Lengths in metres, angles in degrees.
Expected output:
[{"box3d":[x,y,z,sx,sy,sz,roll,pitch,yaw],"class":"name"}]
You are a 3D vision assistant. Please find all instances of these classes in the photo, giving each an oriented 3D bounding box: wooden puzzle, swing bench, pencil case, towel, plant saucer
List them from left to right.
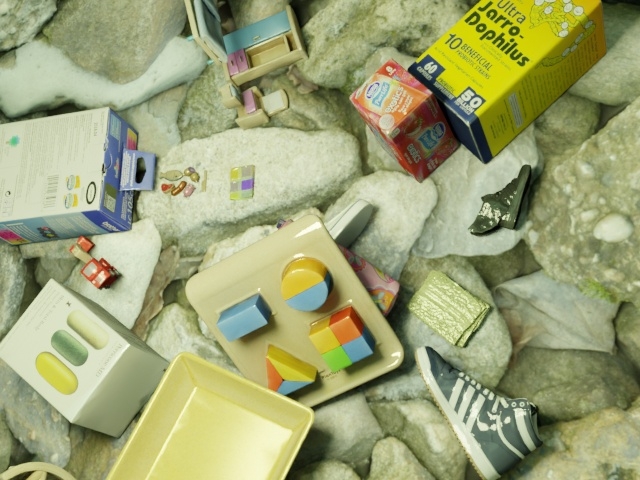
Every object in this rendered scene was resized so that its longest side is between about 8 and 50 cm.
[{"box3d":[-0.654,0.566,1.883,0.253,0.165,0.254,-27,32,40],"class":"swing bench"},{"box3d":[-0.212,0.428,1.856,0.333,0.081,0.332,21,73,23],"class":"plant saucer"},{"box3d":[-0.180,-0.133,2.164,0.060,0.009,0.083,-5,68,17],"class":"towel"},{"box3d":[-0.055,0.165,1.840,0.322,0.080,0.348,-28,103,19],"class":"wooden puzzle"},{"box3d":[0.018,0.068,1.899,0.284,0.124,0.124,29,81,-1],"class":"pencil case"},{"box3d":[0.253,0.136,1.894,0.148,0.027,0.110,36,86,26],"class":"towel"}]

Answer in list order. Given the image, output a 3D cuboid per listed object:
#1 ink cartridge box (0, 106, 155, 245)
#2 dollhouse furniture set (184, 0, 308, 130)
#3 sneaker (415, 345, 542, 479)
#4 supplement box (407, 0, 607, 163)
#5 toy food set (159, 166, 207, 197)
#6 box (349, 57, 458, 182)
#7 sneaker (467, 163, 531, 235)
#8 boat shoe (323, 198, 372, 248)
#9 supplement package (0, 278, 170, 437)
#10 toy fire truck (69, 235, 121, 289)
[{"box3d":[-0.590,-0.151,2.240,0.395,0.151,0.270,-7,68,19],"class":"ink cartridge box"},{"box3d":[-0.172,-0.462,2.123,0.198,0.303,0.286,-21,64,12],"class":"dollhouse furniture set"},{"box3d":[0.302,0.294,1.773,0.153,0.099,0.282,-34,69,10],"class":"sneaker"},{"box3d":[0.387,-0.370,1.946,0.356,0.195,0.194,-43,62,0],"class":"supplement box"},{"box3d":[-0.326,-0.135,2.212,0.122,0.019,0.078,-6,68,18],"class":"toy food set"},{"box3d":[0.176,-0.240,1.937,0.122,0.257,0.128,-44,62,1],"class":"box"},{"box3d":[0.366,-0.084,1.924,0.089,0.051,0.170,15,79,19],"class":"sneaker"},{"box3d":[0.000,0.000,2.000,0.258,0.095,0.084,-46,66,-3],"class":"boat shoe"},{"box3d":[-0.503,0.253,2.025,0.263,0.198,0.199,34,83,27],"class":"supplement package"},{"box3d":[-0.518,0.049,2.145,0.135,0.192,0.047,42,88,-1],"class":"toy fire truck"}]
